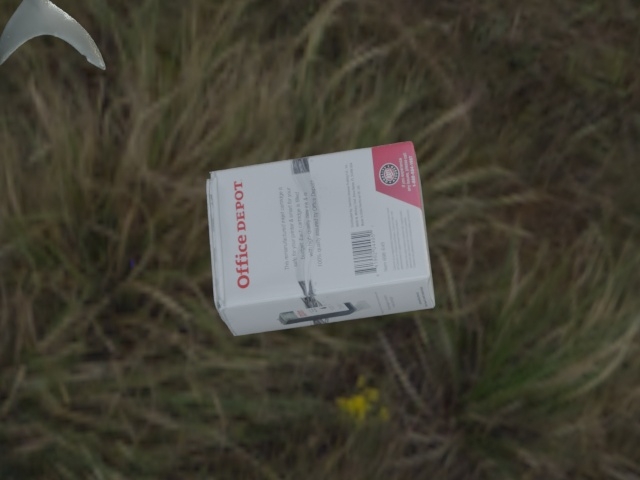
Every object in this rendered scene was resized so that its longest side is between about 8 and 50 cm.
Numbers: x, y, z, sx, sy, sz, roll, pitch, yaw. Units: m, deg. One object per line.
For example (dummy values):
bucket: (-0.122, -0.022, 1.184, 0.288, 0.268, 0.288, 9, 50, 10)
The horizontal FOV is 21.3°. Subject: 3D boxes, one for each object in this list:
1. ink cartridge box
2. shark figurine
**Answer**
ink cartridge box: (0.000, 0.000, 1.743, 0.217, 0.092, 0.159, -7, 65, 5)
shark figurine: (-0.295, -0.251, 1.549, 0.278, 0.116, 0.166, 18, 98, 39)
